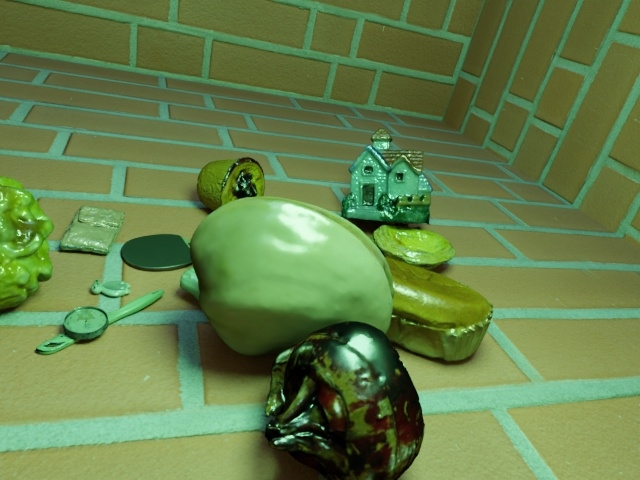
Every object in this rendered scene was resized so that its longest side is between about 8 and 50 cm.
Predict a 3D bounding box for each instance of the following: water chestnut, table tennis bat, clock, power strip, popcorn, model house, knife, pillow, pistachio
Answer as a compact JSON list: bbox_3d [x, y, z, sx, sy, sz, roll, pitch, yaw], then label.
[{"bbox_3d":[0.035,0.278,0.815,0.244,0.289,0.289,-30,41,-9],"label":"water chestnut"},{"bbox_3d":[-0.384,0.020,1.315,0.301,0.022,0.173,-9,35,-35],"label":"table tennis bat"},{"bbox_3d":[-0.474,0.165,0.976,0.085,0.017,0.085,10,31,-6],"label":"clock"},{"bbox_3d":[-0.479,0.104,1.105,0.083,0.035,0.055,4,30,-24],"label":"power strip"},{"bbox_3d":[-0.668,0.010,0.956,0.282,0.281,0.247,-11,2,-39],"label":"popcorn"},{"bbox_3d":[0.244,-0.231,1.671,0.295,0.328,0.252,6,4,13],"label":"model house"},{"bbox_3d":[-0.453,0.164,1.022,0.043,0.019,0.293,29,33,22],"label":"knife"},{"bbox_3d":[-0.606,-0.035,1.296,0.126,0.043,0.232,11,25,-17],"label":"pillow"},{"bbox_3d":[-0.059,0.095,0.984,0.446,0.365,0.281,34,25,-17],"label":"pistachio"}]

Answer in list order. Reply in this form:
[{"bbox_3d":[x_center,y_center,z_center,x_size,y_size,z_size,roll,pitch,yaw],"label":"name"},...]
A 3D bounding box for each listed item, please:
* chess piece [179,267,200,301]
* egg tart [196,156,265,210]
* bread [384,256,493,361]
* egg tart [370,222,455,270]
[{"bbox_3d":[-0.237,0.065,1.198,0.176,0.175,0.298,12,41,-4],"label":"chess piece"},{"bbox_3d":[-0.285,-0.165,1.531,0.171,0.215,0.215,12,25,27],"label":"egg tart"},{"bbox_3d":[0.226,0.153,1.185,0.389,0.183,0.236,13,30,2],"label":"bread"},{"bbox_3d":[0.294,0.025,1.560,0.279,0.094,0.279,10,23,-4],"label":"egg tart"}]
